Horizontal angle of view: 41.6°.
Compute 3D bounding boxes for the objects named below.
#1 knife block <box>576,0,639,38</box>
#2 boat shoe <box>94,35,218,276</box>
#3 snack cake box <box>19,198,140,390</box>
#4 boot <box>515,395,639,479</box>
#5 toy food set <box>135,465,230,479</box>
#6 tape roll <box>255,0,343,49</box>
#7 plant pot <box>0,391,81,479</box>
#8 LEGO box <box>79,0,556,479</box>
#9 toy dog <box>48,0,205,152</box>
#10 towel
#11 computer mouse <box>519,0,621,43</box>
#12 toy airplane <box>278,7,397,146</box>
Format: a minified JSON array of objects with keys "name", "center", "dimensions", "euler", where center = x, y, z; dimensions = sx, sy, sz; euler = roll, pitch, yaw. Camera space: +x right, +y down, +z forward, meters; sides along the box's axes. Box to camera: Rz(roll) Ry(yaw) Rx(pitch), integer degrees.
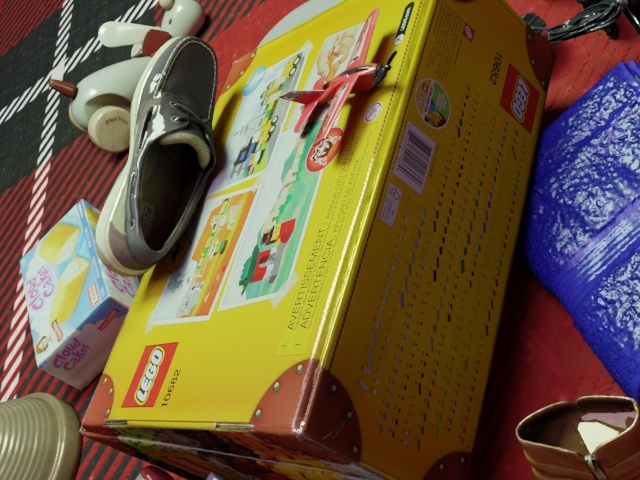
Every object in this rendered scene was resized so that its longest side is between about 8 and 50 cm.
[{"name":"knife block","center":[0.348,-0.360,0.949],"dimensions":[0.242,0.088,0.275],"euler":[11,76,48]},{"name":"boat shoe","center":[-0.157,-0.098,0.909],"dimensions":[0.092,0.103,0.285],"euler":[-7,59,47]},{"name":"snack cake box","center":[-0.361,0.075,1.275],"dimensions":[0.152,0.089,0.264],"euler":[-43,40,7]},{"name":"boot","center":[0.183,0.181,0.649],"dimensions":[0.197,0.152,0.073],"euler":[-30,44,22]},{"name":"toy food set","center":[-0.104,0.272,0.840],"dimensions":[0.232,0.111,0.104],"euler":[26,85,37]},{"name":"tape roll","center":[-0.009,-0.249,1.218],"dimensions":[0.219,0.072,0.219],"euler":[-24,47,28]},{"name":"plant pot","center":[-0.451,0.309,1.161],"dimensions":[0.237,0.110,0.237],"euler":[-24,45,27]},{"name":"LEGO box","center":[0.000,0.000,0.879],"dimensions":[0.373,0.193,0.500],"euler":[-13,51,49]},{"name":"toy dog","center":[-0.365,-0.324,1.529],"dimensions":[0.220,0.161,0.333],"euler":[1,61,42]},{"name":"towel","center":[0.293,-0.026,0.769],"dimensions":[0.228,0.076,0.308],"euler":[-39,41,11]},{"name":"computer mouse","center":[0.250,-0.226,0.945],"dimensions":[0.071,0.041,0.242],"euler":[-40,18,-12]},{"name":"toy airplane","center":[0.014,-0.138,0.772],"dimensions":[0.151,0.028,0.151],"euler":[-35,36,30]}]
